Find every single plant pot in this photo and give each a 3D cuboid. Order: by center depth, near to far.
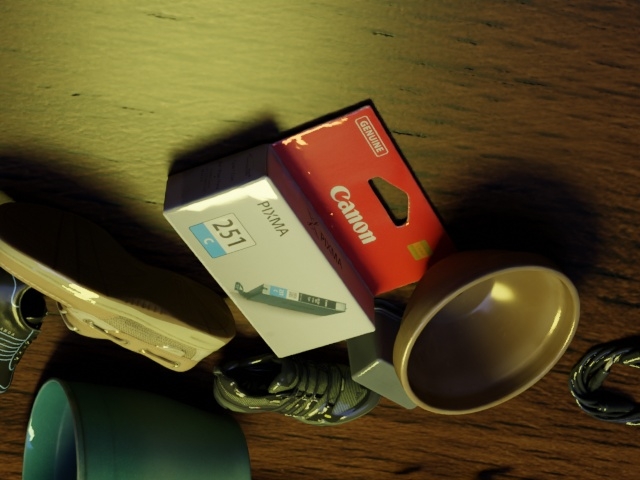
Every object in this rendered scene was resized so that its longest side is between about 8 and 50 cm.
[{"bbox_3d":[0.185,0.090,1.596,0.237,0.109,0.237,-15,133,-16],"label":"plant pot"},{"bbox_3d":[-0.239,0.323,1.755,0.255,0.271,0.271,5,137,-26],"label":"plant pot"}]

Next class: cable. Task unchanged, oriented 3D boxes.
[{"bbox_3d":[0.423,0.207,1.790,0.151,0.047,0.184,-20,133,19],"label":"cable"}]

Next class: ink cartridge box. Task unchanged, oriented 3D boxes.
[{"bbox_3d":[0.000,0.000,1.555,0.261,0.066,0.296,-19,133,19],"label":"ink cartridge box"}]

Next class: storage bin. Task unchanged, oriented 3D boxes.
[{"bbox_3d":[0.099,0.149,1.692,0.135,0.091,0.098,30,128,-29],"label":"storage bin"}]

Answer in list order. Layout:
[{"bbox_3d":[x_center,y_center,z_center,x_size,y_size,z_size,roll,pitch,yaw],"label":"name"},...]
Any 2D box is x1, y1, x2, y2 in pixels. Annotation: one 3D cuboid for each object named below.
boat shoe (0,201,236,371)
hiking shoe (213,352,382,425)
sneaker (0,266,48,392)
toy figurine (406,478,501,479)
[{"bbox_3d":[-0.263,0.070,1.574,0.341,0.121,0.110,30,121,-30],"label":"boat shoe"},{"bbox_3d":[-0.029,0.192,1.714,0.227,0.086,0.114,1,164,-1],"label":"hiking shoe"},{"bbox_3d":[-0.389,0.114,1.651,0.091,0.081,0.232,9,134,0],"label":"sneaker"},{"bbox_3d":[0.271,0.483,1.967,0.217,0.191,0.362,-26,116,2],"label":"toy figurine"}]
